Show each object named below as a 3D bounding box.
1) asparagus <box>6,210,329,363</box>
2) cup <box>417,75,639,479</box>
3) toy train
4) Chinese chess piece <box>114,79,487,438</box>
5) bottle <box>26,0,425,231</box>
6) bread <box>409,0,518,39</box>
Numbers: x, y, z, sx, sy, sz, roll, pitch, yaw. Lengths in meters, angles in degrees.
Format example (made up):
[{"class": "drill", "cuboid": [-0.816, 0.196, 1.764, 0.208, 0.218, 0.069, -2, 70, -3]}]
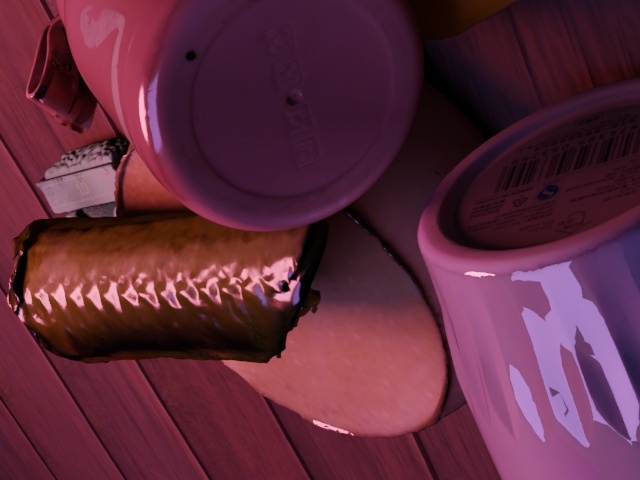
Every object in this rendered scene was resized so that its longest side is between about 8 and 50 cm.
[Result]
[{"class": "asparagus", "cuboid": [-0.098, 0.033, 0.996, 0.382, 0.108, 0.128, -4, 128, 48]}, {"class": "cup", "cuboid": [0.223, 0.105, 0.864, 0.253, 0.253, 0.371, -2, 125, 48]}, {"class": "toy train", "cuboid": [-0.195, -0.045, 1.311, 0.172, 0.070, 0.099, -9, 112, 50]}, {"class": "Chinese chess piece", "cuboid": [0.000, 0.000, 1.086, 0.338, 0.140, 0.338, 28, 147, 21]}, {"class": "bottle", "cuboid": [-0.084, -0.126, 0.878, 0.173, 0.206, 0.297, 36, -174, -36]}, {"class": "bread", "cuboid": [0.055, -0.198, 0.840, 0.134, 0.085, 0.173, -8, 122, 51]}]
